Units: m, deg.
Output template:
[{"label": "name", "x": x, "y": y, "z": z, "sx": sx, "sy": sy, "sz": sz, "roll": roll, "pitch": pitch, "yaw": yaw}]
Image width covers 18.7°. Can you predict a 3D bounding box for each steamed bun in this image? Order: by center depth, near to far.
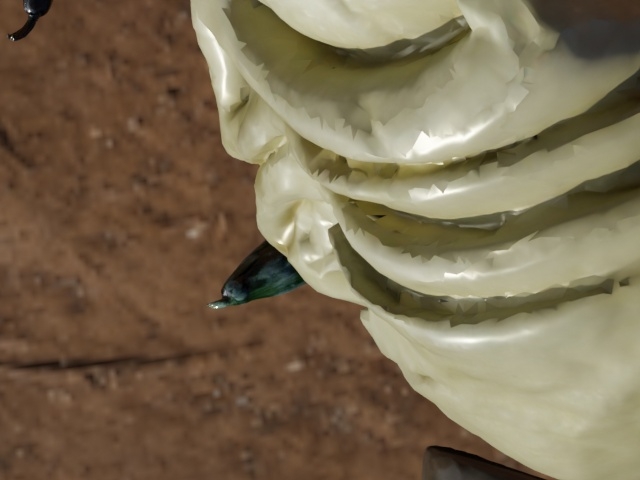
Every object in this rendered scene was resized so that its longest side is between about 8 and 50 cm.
[{"label": "steamed bun", "x": 0.085, "y": -0.085, "z": 0.595, "sx": 0.276, "sy": 0.289, "sz": 0.203, "roll": -9, "pitch": 154, "yaw": 12}]

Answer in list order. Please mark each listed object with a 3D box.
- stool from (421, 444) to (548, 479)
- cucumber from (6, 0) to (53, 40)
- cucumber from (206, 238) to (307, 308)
[{"label": "stool", "x": 0.112, "y": 0.169, "z": 0.399, "sx": 0.272, "sy": 0.178, "sz": 0.272, "roll": 20, "pitch": 174, "yaw": 2}, {"label": "cucumber", "x": -0.183, "y": -0.214, "z": 1.319, "sx": 0.043, "sy": 0.039, "sz": 0.163, "roll": -2, "pitch": 107, "yaw": -32}, {"label": "cucumber", "x": 0.000, "y": 0.000, "z": 1.150, "sx": 0.155, "sy": 0.037, "sz": 0.037, "roll": -36, "pitch": 151, "yaw": -16}]
